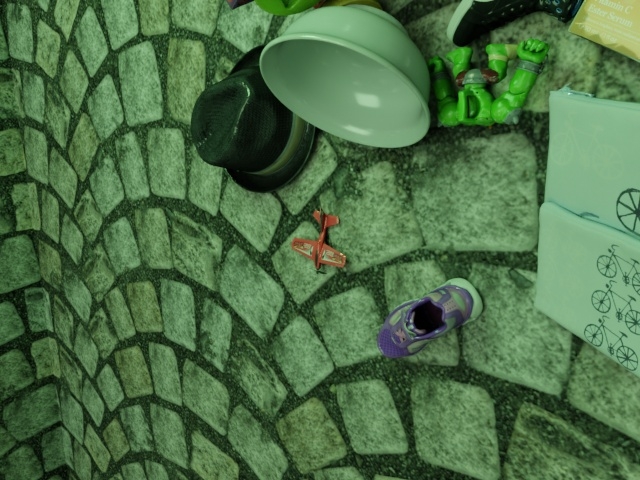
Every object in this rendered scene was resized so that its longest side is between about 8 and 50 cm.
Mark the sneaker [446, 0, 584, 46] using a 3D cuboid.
[{"bbox_3d":[0.287,-0.332,0.744,0.217,0.079,0.121,-43,71,38],"label":"sneaker"}]

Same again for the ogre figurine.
[{"bbox_3d":[0.241,-0.233,0.802,0.197,0.097,0.118,8,95,28],"label":"ogre figurine"}]

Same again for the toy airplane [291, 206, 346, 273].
[{"bbox_3d":[0.000,0.000,1.115,0.151,0.028,0.151,11,108,38],"label":"toy airplane"}]

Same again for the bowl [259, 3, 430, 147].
[{"bbox_3d":[0.059,-0.286,0.865,0.297,0.298,0.134,12,74,39],"label":"bowl"}]

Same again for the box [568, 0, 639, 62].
[{"bbox_3d":[0.413,-0.307,0.632,0.130,0.091,0.170,39,124,28],"label":"box"}]

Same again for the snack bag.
[{"bbox_3d":[0.374,-0.002,0.636,0.323,0.037,0.343,-129,30,-63],"label":"snack bag"}]

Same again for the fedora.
[{"bbox_3d":[-0.166,-0.251,1.116,0.334,0.152,0.334,12,109,39],"label":"fedora"}]

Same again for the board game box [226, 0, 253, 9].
[{"bbox_3d":[-0.019,-0.499,0.816,0.056,0.208,0.347,55,154,-9],"label":"board game box"}]

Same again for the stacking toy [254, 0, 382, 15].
[{"bbox_3d":[0.034,-0.467,0.814,0.309,0.279,0.130,-33,67,42],"label":"stacking toy"}]

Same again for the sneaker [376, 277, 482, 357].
[{"bbox_3d":[0.173,0.151,0.949,0.236,0.104,0.095,-43,74,40],"label":"sneaker"}]
